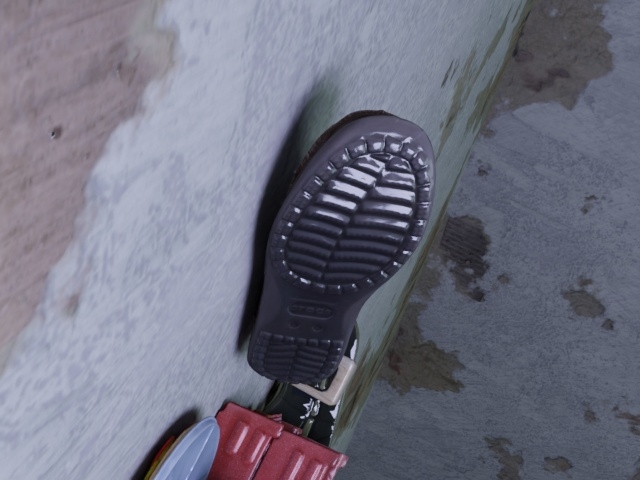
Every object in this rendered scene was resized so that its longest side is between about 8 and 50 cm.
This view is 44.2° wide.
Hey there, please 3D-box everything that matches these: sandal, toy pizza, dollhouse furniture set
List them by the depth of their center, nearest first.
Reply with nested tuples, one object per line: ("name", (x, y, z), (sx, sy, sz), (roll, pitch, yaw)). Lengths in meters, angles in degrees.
("toy pizza", (-0.165, 0.267, 0.802), (0.201, 0.032, 0.201), (-61, 168, -23))
("dollhouse furniture set", (-0.004, 0.180, 1.020), (0.374, 0.152, 0.201), (-62, 168, -10))
("sandal", (-0.022, 0.240, 1.187), (0.086, 0.120, 0.302), (-138, -107, -88))

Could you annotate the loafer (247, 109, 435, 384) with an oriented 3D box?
("loafer", (0.000, 0.000, 0.799), (0.130, 0.134, 0.365), (-90, -160, -44))
